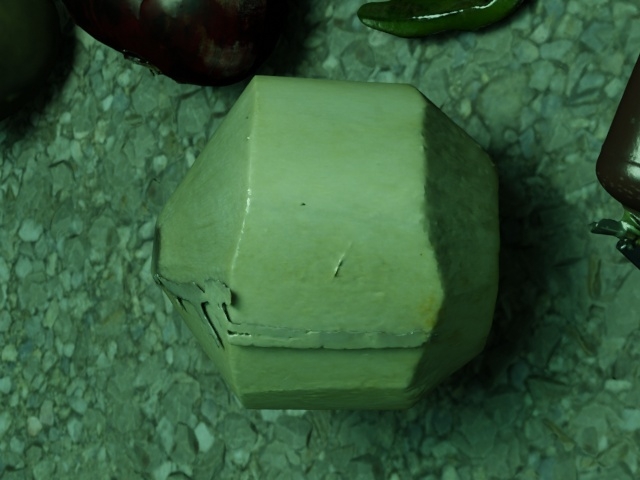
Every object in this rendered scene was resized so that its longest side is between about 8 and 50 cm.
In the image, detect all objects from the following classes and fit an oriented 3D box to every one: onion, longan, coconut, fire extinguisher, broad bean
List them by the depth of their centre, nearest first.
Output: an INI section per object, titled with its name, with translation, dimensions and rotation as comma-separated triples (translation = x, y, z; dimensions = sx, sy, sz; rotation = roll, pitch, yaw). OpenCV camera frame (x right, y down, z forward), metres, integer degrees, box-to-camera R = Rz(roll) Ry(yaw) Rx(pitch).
[fire extinguisher]
translation = 0.322, -0.120, 1.304
dimensions = 0.135, 0.114, 0.337
rotation = 21, 98, -8
[coconut]
translation = 0.000, 0.000, 1.385
dimensions = 0.323, 0.323, 0.323
rotation = -6, 80, 36
[broad bean]
translation = 0.125, -0.224, 1.499
dimensions = 0.195, 0.046, 0.061
rotation = -16, 62, 29
[onion]
translation = -0.150, -0.276, 1.606
dimensions = 0.281, 0.221, 0.281
rotation = 13, 107, 46
[longan]
translation = -0.403, -0.227, 1.804
dimensions = 0.198, 0.198, 0.212
rotation = 32, 99, 35
